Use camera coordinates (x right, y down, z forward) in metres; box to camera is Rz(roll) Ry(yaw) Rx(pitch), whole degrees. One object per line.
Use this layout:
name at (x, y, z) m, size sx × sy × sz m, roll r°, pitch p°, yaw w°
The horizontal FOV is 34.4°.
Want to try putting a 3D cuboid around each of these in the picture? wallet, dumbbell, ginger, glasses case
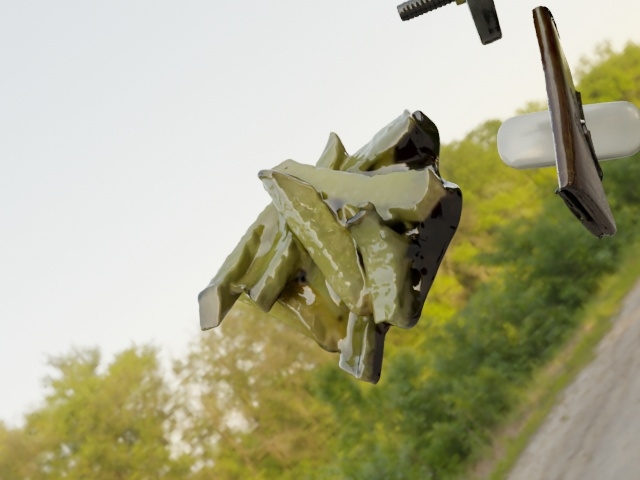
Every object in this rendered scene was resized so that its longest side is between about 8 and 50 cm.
wallet at (0.275, -0.127, 1.135) m, size 0.031 × 0.255 × 0.137 m, roll -19°, pitch -37°, yaw 25°
dumbbell at (0.241, -0.317, 1.167) m, size 0.325 × 0.143 × 0.143 m, roll -19°, pitch -4°, yaw 11°
ginger at (0.000, 0.000, 1.470) m, size 0.211 × 0.358 × 0.413 m, roll 18°, pitch -57°, yaw -34°
glasses case at (0.341, -0.142, 1.412) m, size 0.197 × 0.076 × 0.049 m, roll -7°, pitch -11°, yaw 17°
